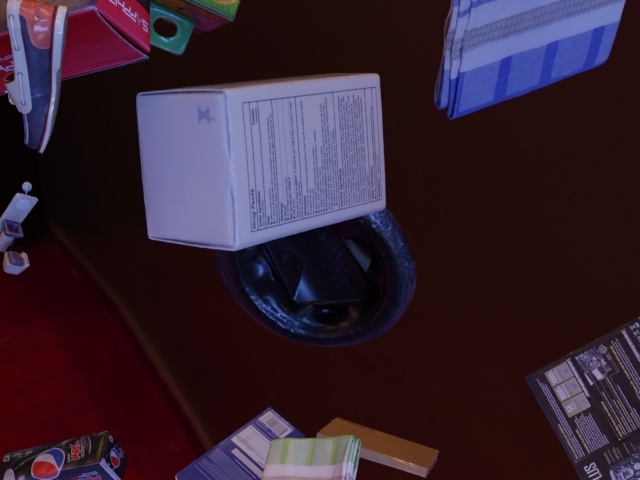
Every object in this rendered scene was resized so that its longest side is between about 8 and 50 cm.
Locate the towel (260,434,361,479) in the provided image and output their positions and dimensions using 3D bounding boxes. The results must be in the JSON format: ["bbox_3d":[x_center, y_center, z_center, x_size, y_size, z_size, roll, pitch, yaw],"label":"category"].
[{"bbox_3d":[-0.022,0.268,1.095,0.113,0.023,0.152,-8,53,29],"label":"towel"}]

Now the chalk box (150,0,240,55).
[{"bbox_3d":[-0.169,-0.345,1.372,0.132,0.213,0.132,20,-7,-24],"label":"chalk box"}]

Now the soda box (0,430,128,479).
[{"bbox_3d":[-0.345,0.305,1.446,0.169,0.060,0.053,-15,40,19],"label":"soda box"}]

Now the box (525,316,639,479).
[{"bbox_3d":[0.340,0.199,1.214,0.147,0.180,0.077,-31,-16,12],"label":"box"}]

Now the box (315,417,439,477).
[{"bbox_3d":[0.102,0.363,1.913,0.201,0.021,0.164,16,4,12],"label":"box"}]

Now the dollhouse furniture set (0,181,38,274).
[{"bbox_3d":[-0.365,-0.029,1.179,0.114,0.081,0.091,16,35,-41],"label":"dollhouse furniture set"}]

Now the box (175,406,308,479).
[{"bbox_3d":[-0.118,0.382,1.811,0.136,0.036,0.225,37,47,27],"label":"box"}]

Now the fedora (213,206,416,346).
[{"bbox_3d":[0.000,0.000,1.653,0.334,0.334,0.152,2,38,11],"label":"fedora"}]

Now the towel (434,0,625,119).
[{"bbox_3d":[0.203,-0.249,0.982,0.209,0.285,0.034,-21,51,-18],"label":"towel"}]

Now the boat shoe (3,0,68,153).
[{"bbox_3d":[-0.220,-0.125,0.830,0.043,0.137,0.049,8,46,-12],"label":"boat shoe"}]

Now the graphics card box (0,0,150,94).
[{"bbox_3d":[-0.271,-0.321,0.984,0.233,0.371,0.094,-9,-20,22],"label":"graphics card box"}]

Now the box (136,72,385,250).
[{"bbox_3d":[-0.053,-0.086,1.087,0.127,0.149,0.232,6,14,40],"label":"box"}]
